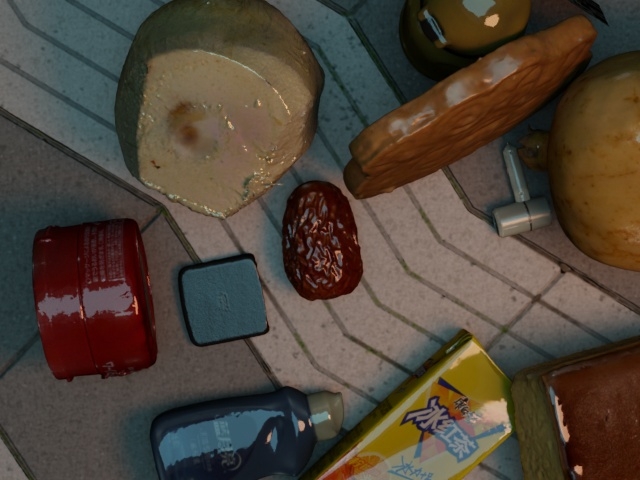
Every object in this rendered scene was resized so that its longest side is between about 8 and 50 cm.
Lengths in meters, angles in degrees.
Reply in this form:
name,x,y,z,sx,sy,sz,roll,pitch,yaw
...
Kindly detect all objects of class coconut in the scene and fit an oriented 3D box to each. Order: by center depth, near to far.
name,x,y,z,sx,sy,sz,roll,pitch,yaw
coconut,-0.138,-0.203,1.840,0.297,0.254,0.297,3,117,7

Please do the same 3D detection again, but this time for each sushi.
name,x,y,z,sx,sy,sz,roll,pitch,yaw
sushi,0.334,-0.389,1.856,0.192,0.215,0.050,32,109,-3

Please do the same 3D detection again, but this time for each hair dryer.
name,x,y,z,sx,sy,sz,roll,pitch,yaw
hair dryer,0.289,-0.079,1.966,0.082,0.047,0.137,-14,88,0

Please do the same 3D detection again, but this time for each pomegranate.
name,x,y,z,sx,sy,sz,roll,pitch,yaw
pomegranate,0.445,-0.111,1.838,0.343,0.342,0.342,0,94,-1

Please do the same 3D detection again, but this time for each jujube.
name,x,y,z,sx,sy,sz,roll,pitch,yaw
jujube,0.000,0.000,1.937,0.112,0.109,0.176,-6,85,-37

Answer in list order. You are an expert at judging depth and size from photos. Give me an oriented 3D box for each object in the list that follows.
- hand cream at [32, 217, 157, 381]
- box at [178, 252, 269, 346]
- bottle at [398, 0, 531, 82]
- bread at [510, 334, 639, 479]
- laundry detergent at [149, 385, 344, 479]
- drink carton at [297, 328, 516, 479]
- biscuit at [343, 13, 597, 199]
name,x,y,z,sx,sy,sz,roll,pitch,yaw
hand cream,-0.316,0.081,1.874,0.150,0.230,0.230,-10,94,-3
box,-0.146,0.090,1.977,0.125,0.027,0.126,-11,95,2
bottle,0.202,-0.306,1.792,0.172,0.351,0.171,0,93,0
bread,0.453,0.301,1.894,0.333,0.143,0.323,-13,95,-24
laundry detergent,-0.101,0.293,1.955,0.290,0.094,0.143,-15,90,0
drink carton,0.138,0.303,1.951,0.351,0.111,0.154,-42,95,2
biscuit,0.208,-0.169,1.798,0.385,0.365,0.062,-30,80,-6
